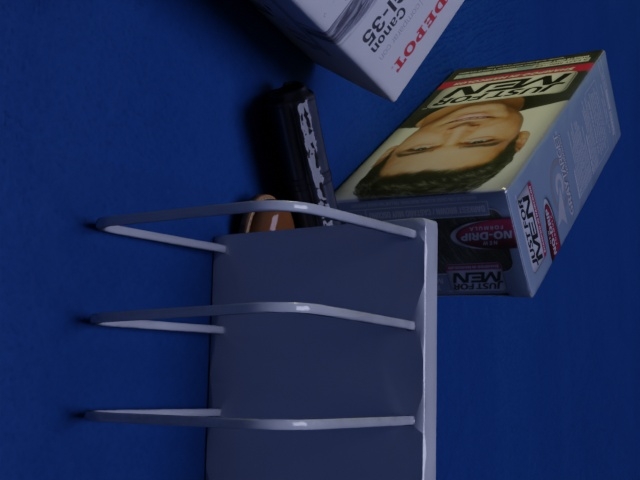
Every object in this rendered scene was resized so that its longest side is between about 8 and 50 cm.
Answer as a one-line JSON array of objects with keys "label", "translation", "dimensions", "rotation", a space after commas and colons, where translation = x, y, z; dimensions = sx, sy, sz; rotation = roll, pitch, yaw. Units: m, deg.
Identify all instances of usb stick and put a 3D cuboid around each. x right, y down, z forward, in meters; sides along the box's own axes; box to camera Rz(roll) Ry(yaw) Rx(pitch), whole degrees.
[{"label": "usb stick", "translation": [0.000, 0.000, 0.896], "dimensions": [0.077, 0.045, 0.278], "rotation": [-137, -147, -73]}]

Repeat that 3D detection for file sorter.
[{"label": "file sorter", "translation": [-0.046, 0.117, 0.690], "dimensions": [0.173, 0.193, 0.277], "rotation": [14, 75, -54]}]

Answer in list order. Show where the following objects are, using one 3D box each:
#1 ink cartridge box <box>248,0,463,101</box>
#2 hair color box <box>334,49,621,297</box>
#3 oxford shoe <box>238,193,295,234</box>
[{"label": "ink cartridge box", "translation": [0.018, -0.273, 0.827], "dimensions": [0.207, 0.117, 0.283], "rotation": [-56, 143, 1]}, {"label": "hair color box", "translation": [0.175, -0.078, 1.077], "dimensions": [0.374, 0.185, 0.113], "rotation": [-48, 127, -50]}, {"label": "oxford shoe", "translation": [-0.018, 0.064, 0.853], "dimensions": [0.076, 0.076, 0.212], "rotation": [-19, 101, -56]}]
